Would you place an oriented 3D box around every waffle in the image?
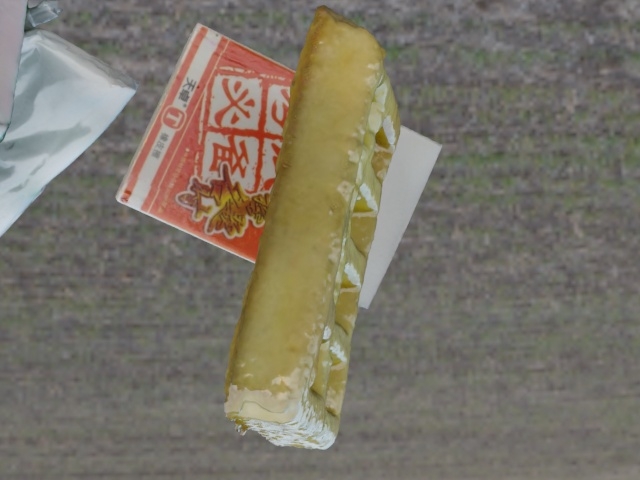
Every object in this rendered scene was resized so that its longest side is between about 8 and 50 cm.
[{"bbox_3d":[0.000,0.000,0.813,0.057,0.274,0.168,10,164,10],"label":"waffle"}]

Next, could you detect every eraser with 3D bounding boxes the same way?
[{"bbox_3d":[-0.032,-0.057,1.017,0.230,0.157,0.038,25,178,-13],"label":"eraser"}]

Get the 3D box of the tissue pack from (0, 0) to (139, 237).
[{"bbox_3d":[-0.185,-0.032,0.448,0.209,0.148,0.156,-38,129,26],"label":"tissue pack"}]
